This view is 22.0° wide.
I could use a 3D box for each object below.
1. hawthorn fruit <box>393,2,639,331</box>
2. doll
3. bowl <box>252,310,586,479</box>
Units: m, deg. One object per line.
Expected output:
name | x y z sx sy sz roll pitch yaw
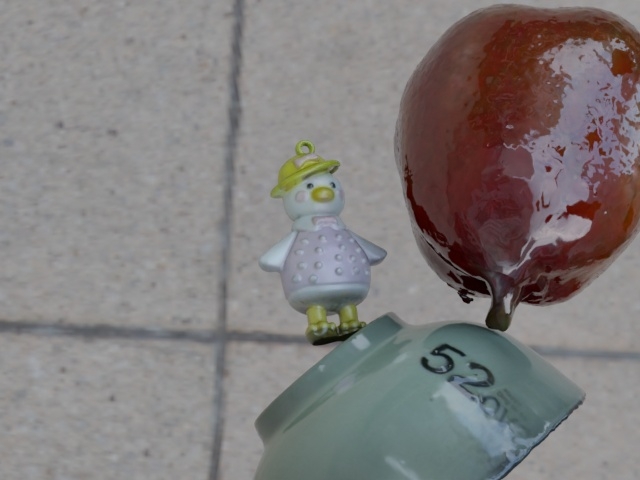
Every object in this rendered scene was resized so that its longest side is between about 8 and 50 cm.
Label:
hawthorn fruit | 0.196 -0.085 1.573 0.311 0.295 0.295 -46 118 -57
doll | 0.000 0.000 1.588 0.129 0.081 0.207 -4 72 -17
bowl | 0.060 0.191 1.556 0.354 0.354 0.185 -34 80 -33
